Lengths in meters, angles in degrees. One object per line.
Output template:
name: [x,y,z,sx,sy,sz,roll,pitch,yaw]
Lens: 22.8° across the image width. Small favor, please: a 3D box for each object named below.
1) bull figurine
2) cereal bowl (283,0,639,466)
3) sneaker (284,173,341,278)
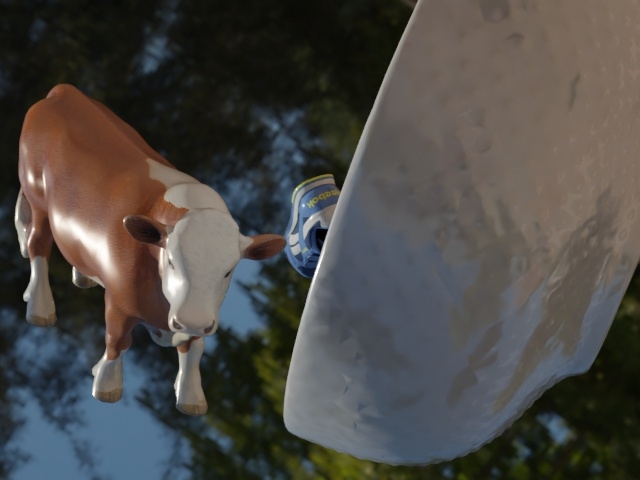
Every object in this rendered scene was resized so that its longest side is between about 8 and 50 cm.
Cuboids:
bull figurine: [-0.132,0.009,1.115,0.101,0.188,0.310,-4,-148,-31]
cereal bowl: [0.108,-0.026,0.858,0.141,0.339,0.339,23,-167,8]
sneaker: [0.000,0.000,1.516,0.059,0.053,0.144,57,161,29]
